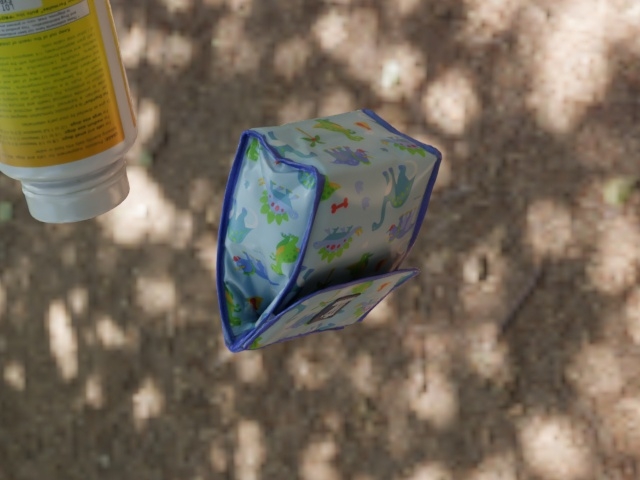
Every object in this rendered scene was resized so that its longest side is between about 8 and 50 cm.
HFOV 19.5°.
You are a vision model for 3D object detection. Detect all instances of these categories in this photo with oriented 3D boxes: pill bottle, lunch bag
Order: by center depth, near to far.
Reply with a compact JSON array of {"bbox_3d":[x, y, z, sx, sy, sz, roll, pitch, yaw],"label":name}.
[{"bbox_3d":[0.000,0.000,1.249,0.096,0.128,0.151,35,120,33],"label":"lunch bag"},{"bbox_3d":[-0.211,-0.126,1.451,0.117,0.117,0.215,35,141,56],"label":"pill bottle"}]
